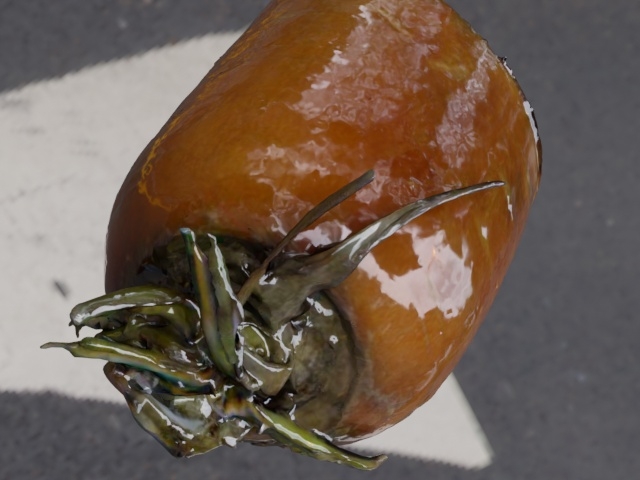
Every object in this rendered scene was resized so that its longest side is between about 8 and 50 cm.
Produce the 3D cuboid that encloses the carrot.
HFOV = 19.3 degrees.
[{"bbox_3d":[0.000,0.000,0.964,0.331,0.214,0.193,-51,135,-42],"label":"carrot"}]
